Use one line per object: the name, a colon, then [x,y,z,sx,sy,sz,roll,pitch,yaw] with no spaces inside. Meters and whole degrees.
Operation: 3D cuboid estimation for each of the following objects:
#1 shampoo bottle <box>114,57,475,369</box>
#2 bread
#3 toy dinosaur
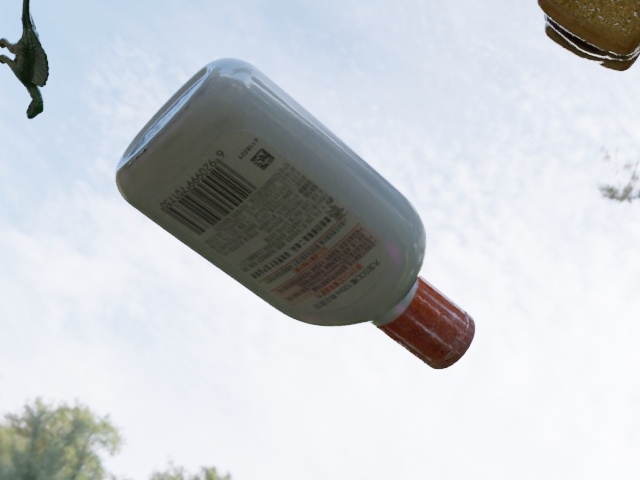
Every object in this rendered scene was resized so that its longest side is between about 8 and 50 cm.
shampoo bottle: [0.000,0.000,0.452,0.221,0.051,0.108,38,-58,-24]
bread: [0.305,-0.275,0.815,0.116,0.200,0.077,30,-6,18]
toy dinosaur: [-0.247,-0.165,0.700,0.060,0.029,0.120,43,-51,24]
